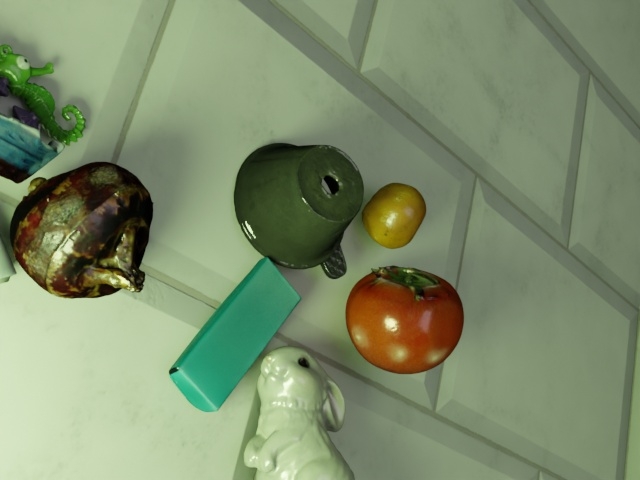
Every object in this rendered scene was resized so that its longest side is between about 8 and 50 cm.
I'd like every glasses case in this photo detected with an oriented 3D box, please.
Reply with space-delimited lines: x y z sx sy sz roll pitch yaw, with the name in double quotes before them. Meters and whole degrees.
"glasses case" -0.161 0.173 1.597 0.117 0.070 0.301 53 52 -18

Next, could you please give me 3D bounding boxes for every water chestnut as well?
"water chestnut" -0.352 -0.005 1.321 0.223 0.238 0.224 -50 160 -25

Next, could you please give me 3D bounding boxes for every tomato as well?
"tomato" 0.178 0.167 1.817 0.256 0.256 0.224 -9 106 -46

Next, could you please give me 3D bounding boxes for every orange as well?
"orange" 0.164 -0.057 1.908 0.134 0.155 0.155 28 59 -1

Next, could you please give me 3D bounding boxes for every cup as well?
"cup" -0.520 0.019 1.260 0.104 0.074 0.116 -19 94 -17

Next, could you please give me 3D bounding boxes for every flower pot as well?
"flower pot" -0.022 -0.087 1.676 0.269 0.166 0.269 9 73 -32

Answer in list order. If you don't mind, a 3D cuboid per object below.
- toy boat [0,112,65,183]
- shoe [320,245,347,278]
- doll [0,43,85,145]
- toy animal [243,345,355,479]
"toy boat" -0.514 -0.196 1.246 0.309 0.129 0.142 31 77 -40
"shoe" 0.000 0.000 1.796 0.071 0.049 0.179 -14 81 -34
"doll" -0.457 -0.233 1.371 0.115 0.050 0.190 -50 120 -30
"toy animal" -0.030 0.384 1.622 0.258 0.194 0.357 14 66 -33
